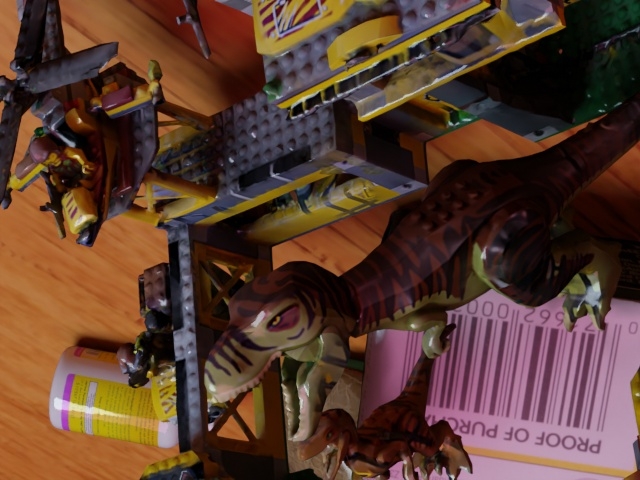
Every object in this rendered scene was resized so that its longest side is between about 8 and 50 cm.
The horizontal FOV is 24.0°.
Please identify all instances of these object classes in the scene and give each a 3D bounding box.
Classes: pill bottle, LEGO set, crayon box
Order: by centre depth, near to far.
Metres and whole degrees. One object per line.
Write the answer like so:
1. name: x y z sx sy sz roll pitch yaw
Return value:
1. LEGO set: 0.000 0.000 0.463 0.331 0.255 0.192 -13 160 40
2. crayon box: 0.107 0.158 0.650 0.202 0.081 0.319 9 108 5
3. pill bottle: -0.093 0.081 0.765 0.083 0.043 0.043 10 142 3

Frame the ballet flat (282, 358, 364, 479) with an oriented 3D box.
1. ballet flat: 0.101 0.189 0.783 0.342 0.124 0.116 38 137 -29
